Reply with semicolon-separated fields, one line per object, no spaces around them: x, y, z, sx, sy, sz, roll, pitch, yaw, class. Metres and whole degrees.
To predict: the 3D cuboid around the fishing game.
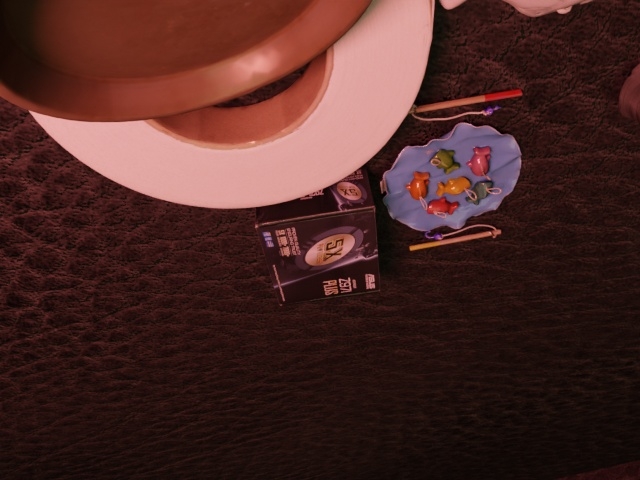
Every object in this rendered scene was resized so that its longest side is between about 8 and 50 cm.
0.170;-0.071;0.745;0.189;0.041;0.264;-8;140;-2;fishing game

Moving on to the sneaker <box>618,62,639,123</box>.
0.482;-0.167;0.605;0.286;0.130;0.109;-23;135;17;sneaker

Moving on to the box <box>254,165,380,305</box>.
0.000;0.000;0.775;0.148;0.077;0.180;-8;140;1;box

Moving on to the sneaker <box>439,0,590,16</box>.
0.235;-0.262;0.502;0.297;0.110;0.129;2;155;-4;sneaker

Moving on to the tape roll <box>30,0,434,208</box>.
-0.091;-0.186;0.550;0.392;0.072;0.392;-4;139;-4;tape roll

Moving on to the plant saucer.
-0.091;-0.158;0.398;0.278;0.041;0.278;-20;174;-2;plant saucer
